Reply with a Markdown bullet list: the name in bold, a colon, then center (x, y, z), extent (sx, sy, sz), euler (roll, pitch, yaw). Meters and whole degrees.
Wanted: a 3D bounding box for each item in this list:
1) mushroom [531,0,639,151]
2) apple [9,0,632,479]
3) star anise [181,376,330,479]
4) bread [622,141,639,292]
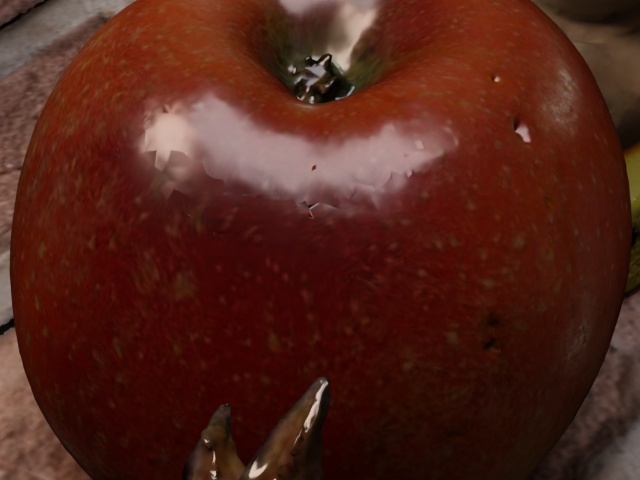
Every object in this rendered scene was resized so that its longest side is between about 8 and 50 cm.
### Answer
- **mushroom**: center (0.164, -0.204, 1.246), extent (0.297, 0.290, 0.298), euler (3, 75, -10)
- **apple**: center (0.000, 0.000, 1.027), extent (0.348, 0.277, 0.348), euler (2, 39, -1)
- **star anise**: center (-0.044, 0.191, 0.817), extent (0.102, 0.272, 0.272), euler (1, 34, -35)
- **bread**: center (0.259, -0.043, 1.240), extent (0.226, 0.088, 0.049), euler (-28, 46, -29)
